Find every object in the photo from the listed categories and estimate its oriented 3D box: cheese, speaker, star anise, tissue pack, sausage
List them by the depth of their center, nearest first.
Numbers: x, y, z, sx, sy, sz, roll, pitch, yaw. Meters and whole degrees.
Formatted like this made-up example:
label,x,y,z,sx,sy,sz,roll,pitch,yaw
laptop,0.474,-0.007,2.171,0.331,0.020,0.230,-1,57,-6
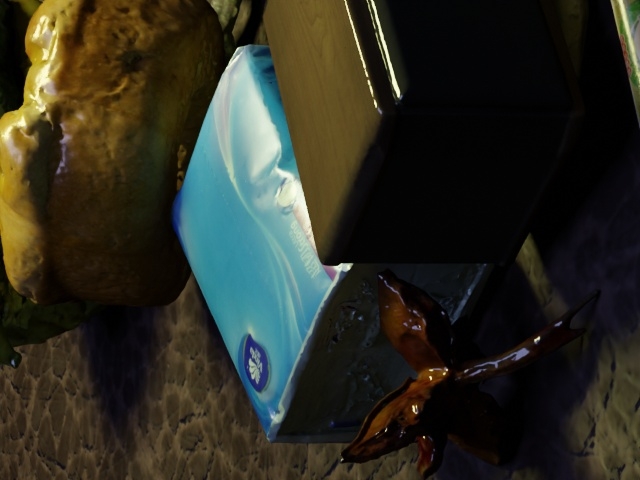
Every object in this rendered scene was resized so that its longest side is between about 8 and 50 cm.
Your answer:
label,x,y,z,sx,sy,sz,roll,pitch,yaw
sausage,0.213,-0.114,1.279,0.033,0.033,0.269,-39,55,54
star anise,0.110,0.098,1.367,0.144,0.158,0.140,-3,74,47
cheese,0.166,-0.149,1.369,0.044,0.030,0.083,12,104,54
speaker,0.066,-0.117,1.381,0.192,0.153,0.231,113,151,-49
tissue pack,0.000,0.000,1.539,0.263,0.146,0.198,62,140,42

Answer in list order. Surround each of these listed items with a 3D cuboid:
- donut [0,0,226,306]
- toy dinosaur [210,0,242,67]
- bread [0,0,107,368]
label,x,y,z,sx,sy,sz,roll,pitch,yaw
donut,-0.179,-0.084,1.741,0.317,0.150,0.299,22,-102,-82
toy dinosaur,-0.116,-0.295,1.810,0.162,0.077,0.294,-28,73,40
bread,-0.317,-0.078,2.052,0.251,0.208,0.376,109,148,-45
